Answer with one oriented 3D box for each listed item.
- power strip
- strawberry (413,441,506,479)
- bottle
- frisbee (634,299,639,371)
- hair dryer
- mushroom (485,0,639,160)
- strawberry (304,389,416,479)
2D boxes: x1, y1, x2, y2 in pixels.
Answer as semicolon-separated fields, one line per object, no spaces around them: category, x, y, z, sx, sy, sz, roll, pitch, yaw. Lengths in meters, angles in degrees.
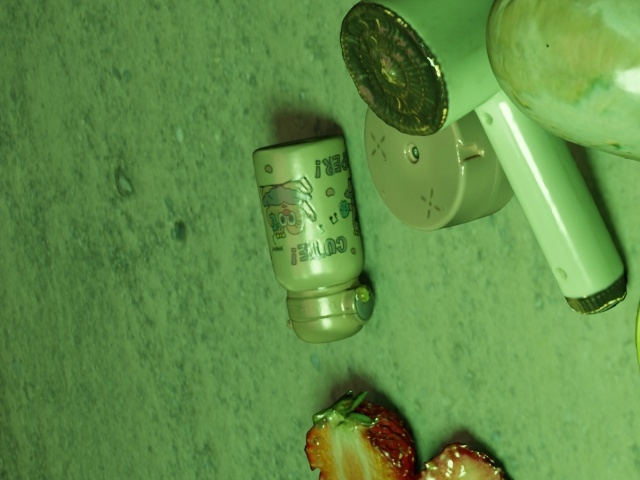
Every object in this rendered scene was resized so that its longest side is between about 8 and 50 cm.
power strip;0.111;-0.088;1.693;0.154;0.078;0.154;29;126;48
strawberry;0.155;0.312;1.785;0.167;0.087;0.208;22;94;27
bottle;0.000;0.000;1.866;0.110;0.097;0.209;-7;97;38
frisbee;0.343;0.104;1.491;0.236;0.017;0.236;24;121;48
hair dryer;0.179;-0.083;1.542;0.128;0.203;0.362;-4;117;58
mushroom;0.252;-0.171;1.371;0.243;0.243;0.244;23;119;49
strawberry;0.057;0.243;1.883;0.146;0.082;0.187;11;116;58
